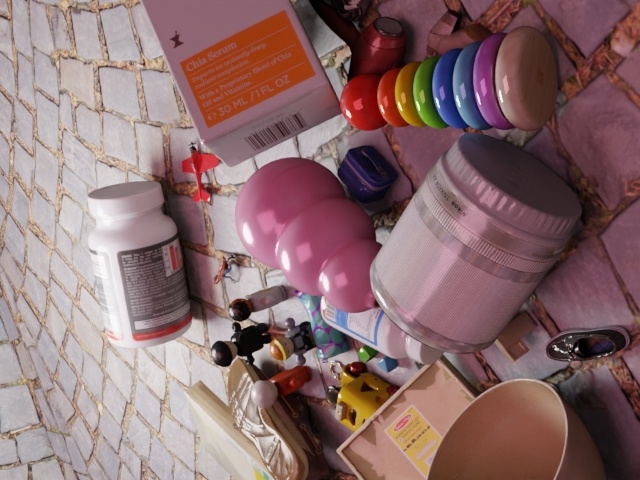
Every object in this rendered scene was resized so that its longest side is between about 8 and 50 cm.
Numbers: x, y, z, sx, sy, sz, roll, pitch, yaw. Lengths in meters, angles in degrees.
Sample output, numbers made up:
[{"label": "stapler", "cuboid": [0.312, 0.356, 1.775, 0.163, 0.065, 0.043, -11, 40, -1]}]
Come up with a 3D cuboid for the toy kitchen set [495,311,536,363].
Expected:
[{"label": "toy kitchen set", "cuboid": [0.302, 0.152, 1.293, 0.083, 0.068, 0.075, 53, 164, 17]}]

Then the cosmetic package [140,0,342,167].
[{"label": "cosmetic package", "cuboid": [-0.162, -0.382, 1.354, 0.230, 0.161, 0.453, -26, 77, 5]}]

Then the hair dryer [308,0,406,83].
[{"label": "hair dryer", "cuboid": [0.063, -0.342, 1.330, 0.224, 0.080, 0.293, 19, 116, 61]}]

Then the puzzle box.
[{"label": "puzzle box", "cuboid": [-0.152, 0.529, 1.861, 0.409, 0.052, 0.272, 36, 149, 31]}]

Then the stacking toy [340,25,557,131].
[{"label": "stacking toy", "cuboid": [0.168, -0.221, 1.175, 0.330, 0.141, 0.141, 2, 108, 41]}]

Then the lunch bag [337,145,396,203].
[{"label": "lunch bag", "cuboid": [0.080, -0.121, 1.388, 0.098, 0.067, 0.065, 51, 136, 21]}]

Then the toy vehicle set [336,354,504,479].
[{"label": "toy vehicle set", "cuboid": [0.174, 0.348, 1.412, 0.267, 0.035, 0.166, -47, 72, 16]}]

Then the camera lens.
[{"label": "camera lens", "cuboid": [0.217, 0.011, 1.164, 0.219, 0.219, 0.274, 45, 123, 24]}]

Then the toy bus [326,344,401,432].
[{"label": "toy bus", "cuboid": [0.075, 0.316, 1.551, 0.202, 0.104, 0.190, -34, 80, 48]}]

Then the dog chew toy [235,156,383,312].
[{"label": "dog chew toy", "cuboid": [0.000, 0.000, 1.373, 0.332, 0.207, 0.206, 43, 133, 34]}]

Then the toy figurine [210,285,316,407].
[{"label": "toy figurine", "cuboid": [-0.115, 0.218, 1.678, 0.213, 0.148, 0.209, 43, 133, 26]}]

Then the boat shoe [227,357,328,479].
[{"label": "boat shoe", "cuboid": [-0.093, 0.390, 1.749, 0.342, 0.123, 0.123, 47, 122, 42]}]

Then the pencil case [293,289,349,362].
[{"label": "pencil case", "cuboid": [0.003, 0.162, 1.592, 0.070, 0.064, 0.151, -16, 94, 23]}]

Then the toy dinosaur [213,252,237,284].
[{"label": "toy dinosaur", "cuboid": [-0.222, 0.065, 1.794, 0.082, 0.090, 0.047, -44, 53, 14]}]

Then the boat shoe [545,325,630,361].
[{"label": "boat shoe", "cuboid": [0.391, 0.157, 1.195, 0.142, 0.040, 0.049, -25, 88, 49]}]

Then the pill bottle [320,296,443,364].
[{"label": "pill bottle", "cuboid": [0.118, 0.135, 1.414, 0.222, 0.124, 0.124, 24, 123, 38]}]

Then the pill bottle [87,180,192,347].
[{"label": "pill bottle", "cuboid": [-0.433, 0.054, 1.902, 0.210, 0.210, 0.362, 11, 113, 44]}]

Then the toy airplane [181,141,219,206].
[{"label": "toy airplane", "cuboid": [-0.272, -0.145, 1.782, 0.151, 0.028, 0.151, 23, 122, 41]}]

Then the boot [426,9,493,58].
[{"label": "boot", "cuboid": [0.211, -0.287, 1.204, 0.118, 0.042, 0.087, 46, 141, 25]}]

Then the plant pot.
[{"label": "plant pot", "cuboid": [0.325, 0.383, 1.224, 0.191, 0.284, 0.284, 38, 142, -18]}]
